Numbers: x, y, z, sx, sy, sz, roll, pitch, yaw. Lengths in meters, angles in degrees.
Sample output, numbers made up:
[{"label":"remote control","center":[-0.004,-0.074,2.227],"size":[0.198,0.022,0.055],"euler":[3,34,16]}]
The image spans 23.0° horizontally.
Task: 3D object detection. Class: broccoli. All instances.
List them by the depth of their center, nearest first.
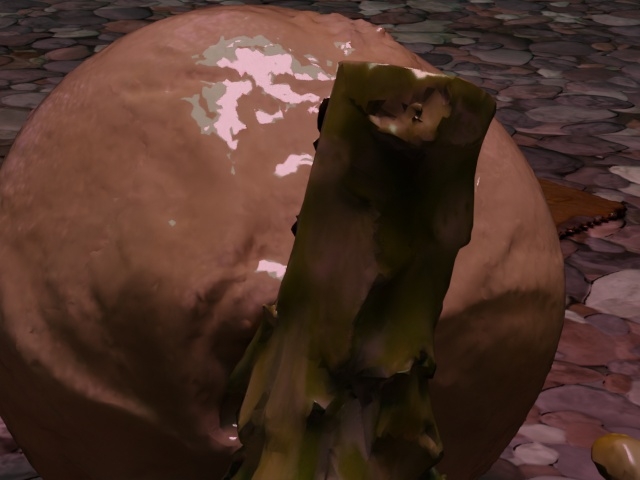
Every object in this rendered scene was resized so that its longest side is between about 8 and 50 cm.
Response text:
[{"label":"broccoli","center":[0.029,0.104,0.763],"size":[0.252,0.361,0.221],"euler":[36,17,26]}]

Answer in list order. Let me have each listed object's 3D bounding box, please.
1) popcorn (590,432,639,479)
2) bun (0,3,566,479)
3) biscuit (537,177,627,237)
[{"label":"popcorn","center":[0.289,0.137,0.808],"size":[0.225,0.276,0.276],"euler":[-35,31,-10]},{"label":"bun","center":[-0.029,0.048,0.937],"size":[0.364,0.364,0.202],"euler":[0,22,-6]},{"label":"biscuit","center":[0.164,-0.039,1.635],"size":[0.237,0.013,0.232],"euler":[21,28,39]}]
